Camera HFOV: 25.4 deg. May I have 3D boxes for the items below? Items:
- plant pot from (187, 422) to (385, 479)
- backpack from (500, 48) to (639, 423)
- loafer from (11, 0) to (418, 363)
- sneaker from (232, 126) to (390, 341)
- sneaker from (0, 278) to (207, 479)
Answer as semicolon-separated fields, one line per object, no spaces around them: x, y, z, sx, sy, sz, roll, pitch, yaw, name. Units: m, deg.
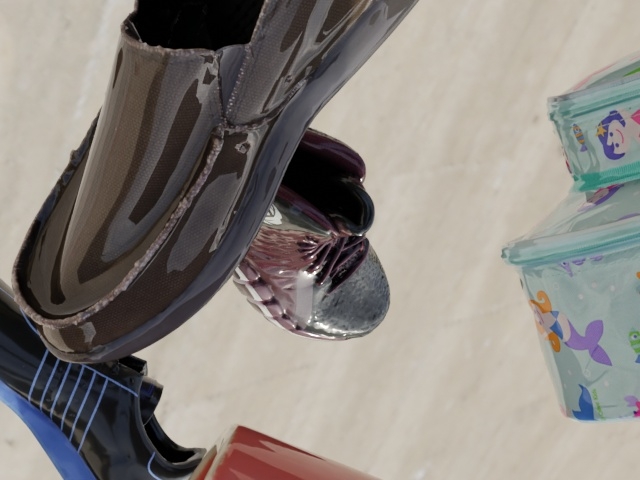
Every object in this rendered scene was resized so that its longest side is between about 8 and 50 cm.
0.001;0.250;0.825;0.275;0.243;0.275;-57;-178;4;plant pot
0.212;-0.012;0.678;0.253;0.225;0.191;-30;100;-46;backpack
-0.080;-0.092;0.815;0.130;0.134;0.366;23;106;-46;loafer
0.000;0.000;1.063;0.281;0.162;0.106;42;68;-38;sneaker
-0.172;0.094;0.993;0.090;0.232;0.081;-34;-165;5;sneaker
